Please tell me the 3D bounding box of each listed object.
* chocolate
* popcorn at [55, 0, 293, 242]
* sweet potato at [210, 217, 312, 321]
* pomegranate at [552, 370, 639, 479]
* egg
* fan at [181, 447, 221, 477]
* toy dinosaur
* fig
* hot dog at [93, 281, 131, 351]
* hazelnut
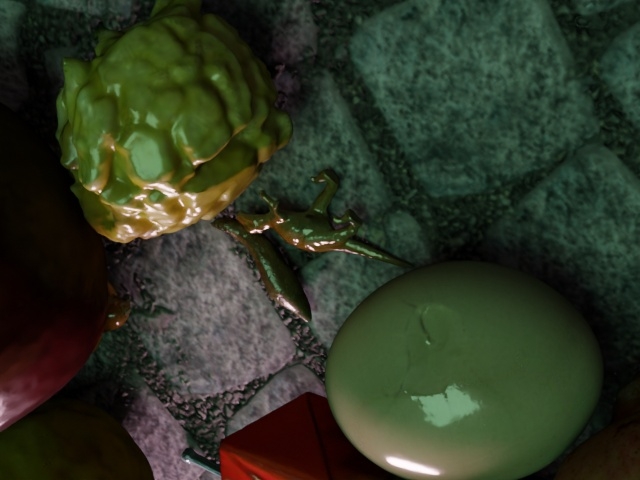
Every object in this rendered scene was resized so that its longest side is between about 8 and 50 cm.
[{"bbox_3d":[0.073,0.362,1.247,0.341,0.161,0.360,17,126,26],"label":"chocolate"},{"bbox_3d":[-0.156,-0.122,1.107,0.249,0.249,0.225,-29,92,34],"label":"popcorn"},{"bbox_3d":[-0.056,0.027,1.254,0.041,0.038,0.153,-40,92,12],"label":"sweet potato"},{"bbox_3d":[0.340,0.266,1.030,0.338,0.338,0.338,11,119,20],"label":"pomegranate"},{"bbox_3d":[0.134,0.127,1.104,0.269,0.219,0.219,-7,113,15],"label":"egg"},{"bbox_3d":[-0.088,0.308,1.427,0.193,0.016,0.038,25,126,12],"label":"fan"},{"bbox_3d":[0.000,0.000,1.216,0.126,0.039,0.162,-34,105,35],"label":"toy dinosaur"},{"bbox_3d":[-0.371,0.346,1.410,0.343,0.343,0.343,11,119,20],"label":"fig"},{"bbox_3d":[-0.368,0.107,1.390,0.337,0.135,0.100,-8,133,29],"label":"hot dog"},{"bbox_3d":[-0.427,0.024,1.155,0.421,0.421,0.353,38,153,3],"label":"hazelnut"}]
